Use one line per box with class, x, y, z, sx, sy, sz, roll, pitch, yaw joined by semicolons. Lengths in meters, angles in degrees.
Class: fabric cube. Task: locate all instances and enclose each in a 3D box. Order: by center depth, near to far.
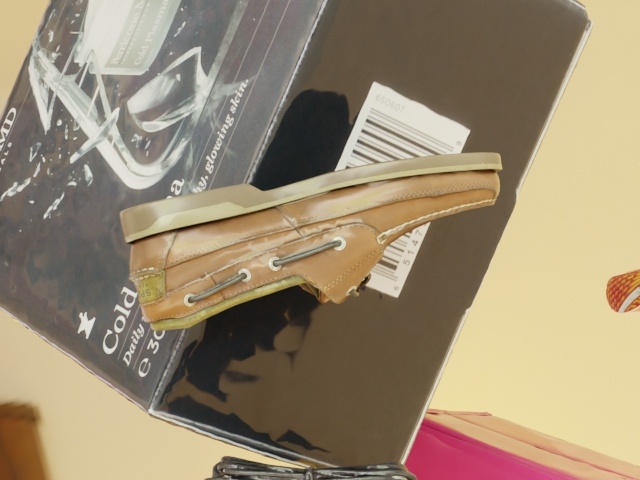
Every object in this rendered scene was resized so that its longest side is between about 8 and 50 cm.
fabric cube;0.210;0.346;1.984;0.259;0.258;0.254;10;98;-58

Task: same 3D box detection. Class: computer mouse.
computer mouse;0.021;0.224;1.432;0.262;0.184;0.060;71;26;-58

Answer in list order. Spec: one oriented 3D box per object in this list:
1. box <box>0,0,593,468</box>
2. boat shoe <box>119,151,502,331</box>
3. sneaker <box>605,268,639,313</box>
box;-0.072;-0.087;1.688;0.471;0.297;0.480;24;-89;54
boat shoe;0.000;0.000;1.388;0.111;0.307;0.104;145;-67;-83
sneaker;0.395;0.045;1.952;0.175;0.067;0.064;-7;-89;53
